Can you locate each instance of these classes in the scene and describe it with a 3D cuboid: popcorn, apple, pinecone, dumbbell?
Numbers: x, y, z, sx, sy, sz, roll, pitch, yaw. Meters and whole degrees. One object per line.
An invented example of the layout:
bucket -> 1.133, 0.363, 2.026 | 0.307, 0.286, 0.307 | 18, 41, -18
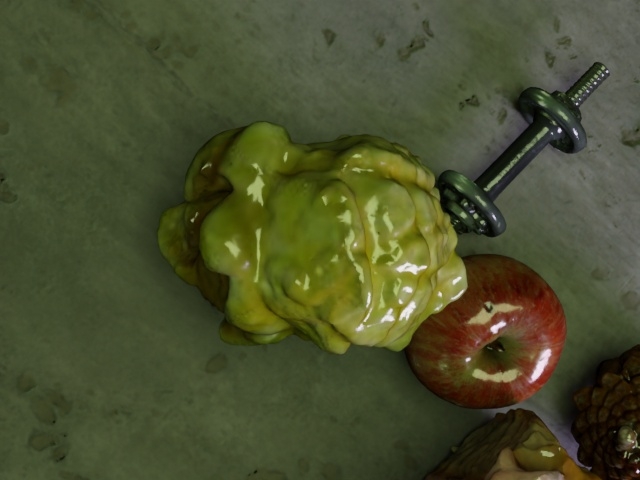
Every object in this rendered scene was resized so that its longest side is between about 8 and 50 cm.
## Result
popcorn -> 0.000, 0.000, 1.050 | 0.255, 0.256, 0.194 | 7, 101, -18
apple -> 0.144, 0.080, 1.137 | 0.146, 0.131, 0.146 | -2, 104, -9
pinecone -> 0.320, 0.172, 1.162 | 0.174, 0.173, 0.173 | 0, 90, -10
dumbbell -> 0.179, -0.074, 1.166 | 0.081, 0.081, 0.254 | 45, 83, -7

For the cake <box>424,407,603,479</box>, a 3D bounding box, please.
cake -> 0.161, 0.353, 1.061 | 0.307, 0.293, 0.314 | -38, 90, -10
